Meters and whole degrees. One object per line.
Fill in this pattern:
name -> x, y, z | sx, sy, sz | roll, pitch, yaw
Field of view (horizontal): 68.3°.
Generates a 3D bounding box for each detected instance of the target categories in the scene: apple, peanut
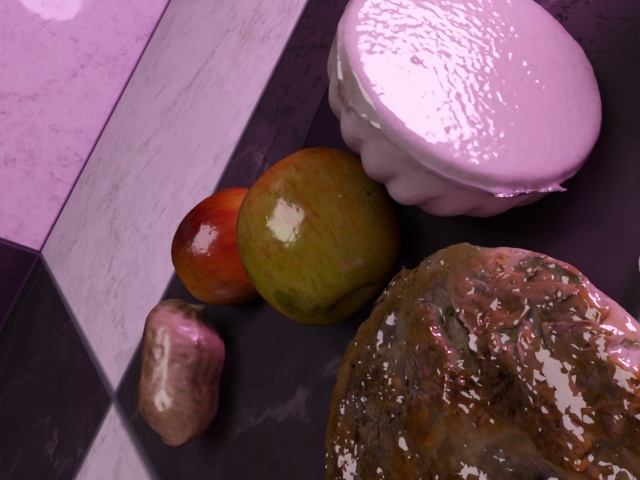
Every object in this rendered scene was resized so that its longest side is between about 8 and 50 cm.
apple -> -0.142, 0.006, 0.748 | 0.173, 0.160, 0.195 | -31, 49, 3
peanut -> -0.208, 0.193, 0.716 | 0.129, 0.129, 0.224 | -32, 55, 32
apple -> 0.000, 0.000, 0.548 | 0.196, 0.196, 0.196 | -27, 50, 36

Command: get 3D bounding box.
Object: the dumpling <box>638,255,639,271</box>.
dumpling -> 0.272, 0.006, 0.354 | 0.059, 0.043, 0.077 | -161, 81, -68

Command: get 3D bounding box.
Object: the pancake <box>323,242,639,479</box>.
pancake -> 0.111, 0.168, 0.383 | 0.356, 0.065, 0.356 | -22, 63, 53

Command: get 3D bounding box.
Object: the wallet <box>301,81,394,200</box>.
wallet -> 0.088, -0.163, 0.666 | 0.323, 0.041, 0.247 | 6, 71, 49

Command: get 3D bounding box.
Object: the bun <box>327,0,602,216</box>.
bun -> 0.120, -0.124, 0.483 | 0.175, 0.263, 0.263 | 122, 158, -63
